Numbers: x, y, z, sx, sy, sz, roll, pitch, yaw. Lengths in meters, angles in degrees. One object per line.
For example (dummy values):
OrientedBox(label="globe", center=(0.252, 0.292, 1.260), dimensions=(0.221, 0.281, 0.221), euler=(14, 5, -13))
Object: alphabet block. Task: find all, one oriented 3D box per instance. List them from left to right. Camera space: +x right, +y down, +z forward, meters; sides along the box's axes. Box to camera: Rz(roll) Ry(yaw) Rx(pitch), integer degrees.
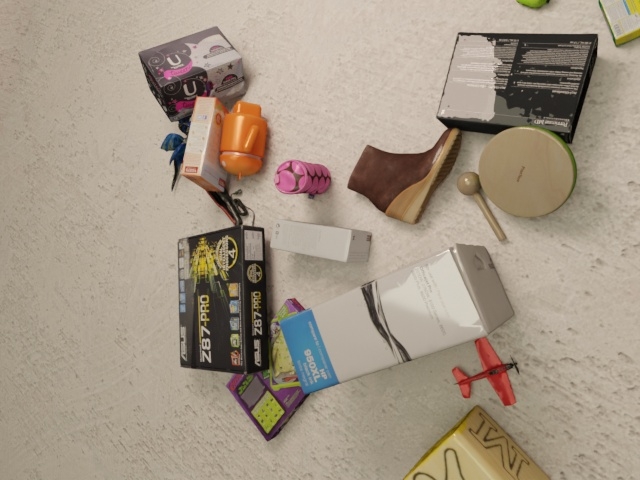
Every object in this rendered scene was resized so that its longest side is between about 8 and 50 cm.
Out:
OrientedBox(label="alphabet block", center=(0.305, 0.485, 0.888), dimensions=(0.197, 0.193, 0.192), euler=(47, 110, 24))

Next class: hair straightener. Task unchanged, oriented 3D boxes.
OrientedBox(label="hair straightener", center=(-0.269, -0.115, 1.350), dimensions=(0.089, 0.047, 0.230), euler=(-46, 66, 22))

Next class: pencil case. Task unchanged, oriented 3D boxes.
OrientedBox(label="pencil case", center=(-0.046, -0.153, 1.120), dimensions=(0.098, 0.209, 0.095), euler=(6, 95, 16))

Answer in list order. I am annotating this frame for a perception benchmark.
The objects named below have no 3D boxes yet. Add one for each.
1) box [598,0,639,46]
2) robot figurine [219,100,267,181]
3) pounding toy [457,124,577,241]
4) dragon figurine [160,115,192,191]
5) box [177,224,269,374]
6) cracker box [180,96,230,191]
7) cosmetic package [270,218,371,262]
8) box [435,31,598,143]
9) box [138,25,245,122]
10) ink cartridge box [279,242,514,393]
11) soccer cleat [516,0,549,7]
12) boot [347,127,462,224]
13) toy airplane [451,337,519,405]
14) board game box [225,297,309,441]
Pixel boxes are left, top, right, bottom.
OrientedBox(label="box", center=(0.623, -0.448, 0.817), dimensions=(0.179, 0.043, 0.105), euler=(-19, 78, 32))
OrientedBox(label="robot figurine", center=(-0.221, -0.280, 1.279), dimensions=(0.158, 0.128, 0.219), euler=(9, 93, 31))
OrientedBox(label="pounding toy", center=(0.416, -0.135, 0.914), dimensions=(0.183, 0.110, 0.237), euler=(53, 143, 10))
OrientedBox(label="dragon figurine", center=(-0.442, -0.284, 1.407), dimensions=(0.289, 0.144, 0.085), euler=(-42, 68, 24))
OrientedBox(label="box", center=(-0.287, 0.171, 1.295), dimensions=(0.318, 0.097, 0.395), euler=(-9, 81, 42))
OrientedBox(label="cracker box", center=(-0.319, -0.273, 1.296), dimensions=(0.067, 0.156, 0.232), euler=(6, 81, 13))
OrientedBox(label="cosmetic package", center=(0.000, 0.000, 1.141), dimensions=(0.231, 0.117, 0.085), euler=(11, 95, 33))
OrientedBox(label="box", center=(0.395, -0.313, 0.916), dimensions=(0.261, 0.103, 0.184), euler=(17, 94, 31))
OrientedBox(label="box", center=(-0.364, -0.482, 1.294), dimensions=(0.247, 0.142, 0.163), euler=(-29, 67, -18))
OrientedBox(label="ink cartridge box", center=(0.163, 0.159, 0.933), dimensions=(0.395, 0.285, 0.166), euler=(-28, 76, 28))
OrientedBox(label="soccer cleat", center=(0.460, -0.572, 0.912), dimensions=(0.072, 0.060, 0.179), euler=(29, 106, 31))
OrientedBox(label="boot", center=(0.187, -0.181, 1.045), dimensions=(0.207, 0.090, 0.248), euler=(36, 110, 25))
OrientedBox(label="toy airplane", center=(0.350, 0.288, 0.964), dimensions=(0.151, 0.028, 0.151), euler=(-3, 85, 32))
OrientedBox(label="board game box", center=(-0.108, 0.356, 1.235), dimensions=(0.208, 0.056, 0.347), euler=(43, 109, 21))
